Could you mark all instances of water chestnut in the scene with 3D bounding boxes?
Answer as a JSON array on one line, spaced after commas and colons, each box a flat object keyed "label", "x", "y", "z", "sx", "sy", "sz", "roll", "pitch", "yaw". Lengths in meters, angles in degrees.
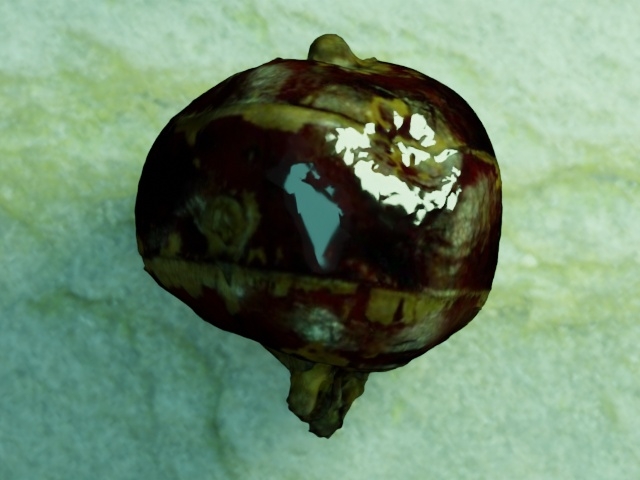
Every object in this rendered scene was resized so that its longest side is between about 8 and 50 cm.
[{"label": "water chestnut", "x": 0.000, "y": 0.000, "z": 1.032, "sx": 0.223, "sy": 0.224, "sz": 0.238, "roll": 12, "pitch": 100, "yaw": 2}]
